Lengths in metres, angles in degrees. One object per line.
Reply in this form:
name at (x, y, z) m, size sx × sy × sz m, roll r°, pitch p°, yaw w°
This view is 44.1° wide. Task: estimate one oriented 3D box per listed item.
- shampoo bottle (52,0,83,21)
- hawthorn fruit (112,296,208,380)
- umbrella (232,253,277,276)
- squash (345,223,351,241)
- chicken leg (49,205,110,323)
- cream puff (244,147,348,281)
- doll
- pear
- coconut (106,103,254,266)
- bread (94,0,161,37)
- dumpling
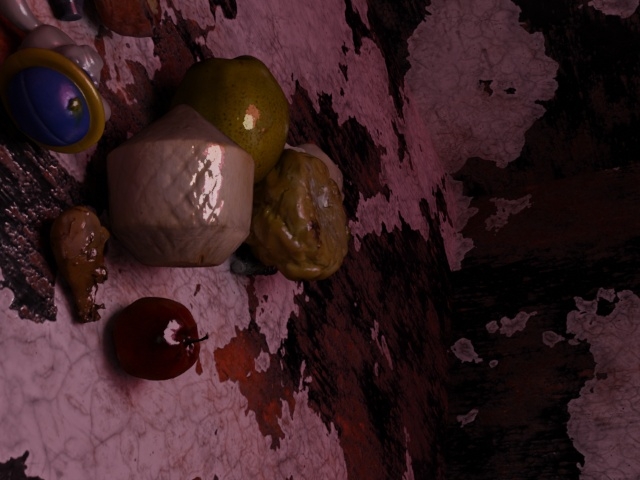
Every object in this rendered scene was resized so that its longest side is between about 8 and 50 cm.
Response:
shampoo bottle at (-0.487, -0.529, 1.475) m, size 0.087 × 0.049 × 0.234 m, roll -9°, pitch 89°, yaw -70°
hawthorn fruit at (-0.284, 0.179, 1.450) m, size 0.157 × 0.193 × 0.157 m, roll 11°, pitch 77°, yaw -56°
umbrella at (-0.165, 0.064, 1.967) m, size 0.050 × 0.046 × 0.188 m, roll 54°, pitch 19°, yaw 17°
squash at (0.000, 0.000, 2.190) m, size 0.095 × 0.187 × 0.095 m, roll -10°, pitch 90°, yaw -69°
chicken leg at (-0.411, 0.041, 1.372) m, size 0.101 × 0.085 × 0.208 m, roll -66°, pitch 150°, yaw -75°
cream puff at (-0.090, -0.049, 1.912) m, size 0.291 × 0.257 × 0.325 m, roll 16°, pitch 63°, yaw -61°
doll at (-0.448, -0.296, 1.325) m, size 0.311 × 0.159 × 0.243 m, roll 61°, pitch 30°, yaw -28°
pear at (-0.201, -0.257, 1.738) m, size 0.294 × 0.294 × 0.295 m, roll -11°, pitch 90°, yaw -67°
coconut at (-0.264, -0.107, 1.524) m, size 0.328 × 0.328 × 0.329 m, roll -11°, pitch 90°, yaw -67°
bread at (-0.395, -0.531, 1.523) m, size 0.244 × 0.122 × 0.190 m, roll 80°, pitch -1°, yaw -49°
dumpling at (-0.056, -0.182, 2.234) m, size 0.243 × 0.187 × 0.318 m, roll 44°, pitch 4°, yaw 20°
